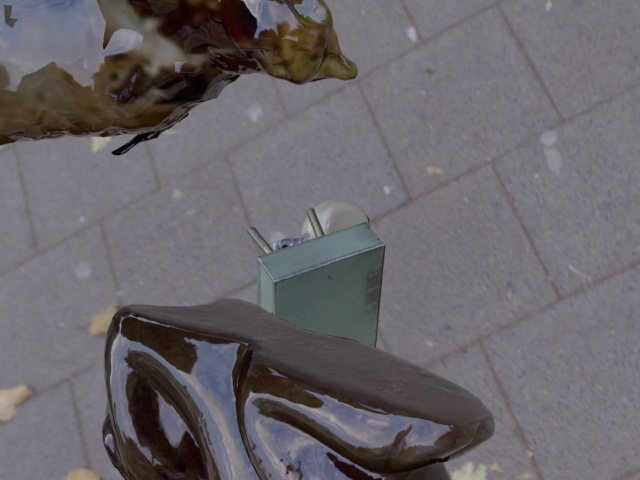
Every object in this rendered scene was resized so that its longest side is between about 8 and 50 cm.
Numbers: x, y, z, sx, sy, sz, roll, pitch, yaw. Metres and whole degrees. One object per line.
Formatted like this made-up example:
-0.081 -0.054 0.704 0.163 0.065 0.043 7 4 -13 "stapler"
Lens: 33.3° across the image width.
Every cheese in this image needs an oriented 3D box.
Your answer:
0.003 0.006 1.397 0.048 0.092 0.171 -9 22 43 "cheese"

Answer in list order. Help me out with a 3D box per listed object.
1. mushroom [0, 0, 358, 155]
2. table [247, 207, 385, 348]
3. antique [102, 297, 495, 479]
-0.231 -0.092 0.501 0.331 0.356 0.334 54 130 17 "mushroom"
-0.018 0.081 1.118 0.122 0.240 0.111 -17 44 -22 "table"
-0.030 0.119 0.599 0.257 0.121 0.143 20 104 35 "antique"
